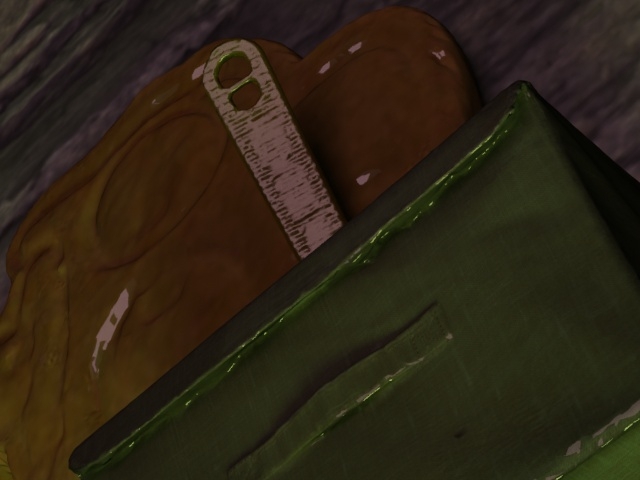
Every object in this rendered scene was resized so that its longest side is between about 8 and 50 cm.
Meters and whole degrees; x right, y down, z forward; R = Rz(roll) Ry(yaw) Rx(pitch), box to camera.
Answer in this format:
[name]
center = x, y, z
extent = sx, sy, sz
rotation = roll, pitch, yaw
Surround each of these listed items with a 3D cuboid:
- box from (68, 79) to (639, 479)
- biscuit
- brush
[box]
center = 0.048, 0.089, 0.612
extent = 0.231, 0.155, 0.149
rotation = -39, 42, 17
[biscuit]
center = -0.076, 0.016, 0.871
extent = 0.376, 0.051, 0.269
rotation = -35, 42, 24
[brush]
center = 0.000, 0.000, 0.760
extent = 0.082, 0.010, 0.218
rotation = -33, 69, 10
